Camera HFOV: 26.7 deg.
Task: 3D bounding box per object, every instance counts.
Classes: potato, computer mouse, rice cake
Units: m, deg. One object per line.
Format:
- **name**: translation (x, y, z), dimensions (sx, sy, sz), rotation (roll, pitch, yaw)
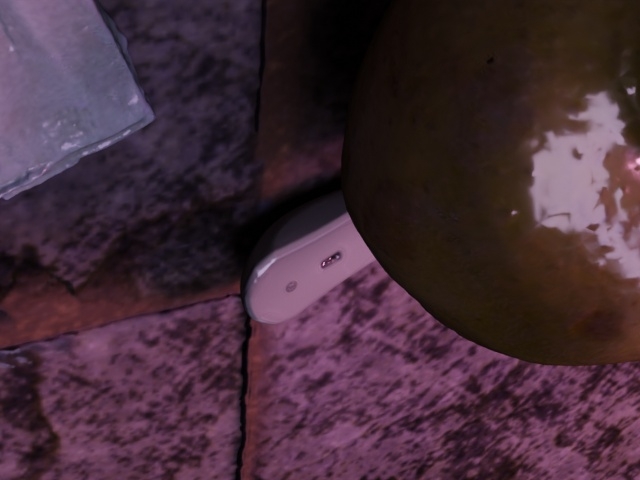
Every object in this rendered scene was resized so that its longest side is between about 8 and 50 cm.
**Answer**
- **potato**: translation (0.154, -0.101, 0.580), dimensions (0.218, 0.202, 0.351), rotation (31, 109, -5)
- **computer mouse**: translation (0.000, 0.000, 0.712), dimensions (0.110, 0.032, 0.056), rotation (-32, 142, -16)
- **rice cake**: translation (-0.133, -0.109, 0.511), dimensions (0.085, 0.040, 0.226), rotation (-26, 140, -6)
